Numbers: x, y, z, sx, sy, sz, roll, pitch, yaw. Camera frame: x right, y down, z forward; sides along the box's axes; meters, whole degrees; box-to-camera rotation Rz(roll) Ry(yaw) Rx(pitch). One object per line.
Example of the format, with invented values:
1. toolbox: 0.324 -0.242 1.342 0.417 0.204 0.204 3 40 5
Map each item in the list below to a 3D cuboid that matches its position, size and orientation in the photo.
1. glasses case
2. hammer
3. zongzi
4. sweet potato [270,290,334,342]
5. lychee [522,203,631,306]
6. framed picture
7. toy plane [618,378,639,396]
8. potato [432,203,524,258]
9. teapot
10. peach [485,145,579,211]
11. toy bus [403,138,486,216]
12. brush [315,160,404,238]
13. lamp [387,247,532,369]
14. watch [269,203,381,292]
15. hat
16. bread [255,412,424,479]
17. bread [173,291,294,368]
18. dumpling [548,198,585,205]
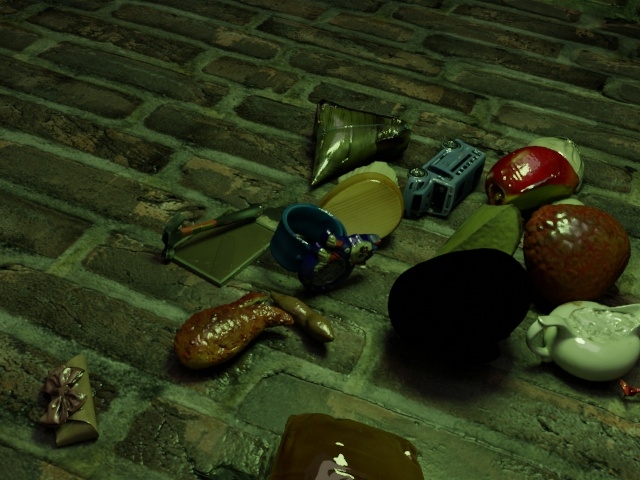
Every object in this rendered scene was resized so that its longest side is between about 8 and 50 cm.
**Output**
1. glasses case: -0.491 0.297 1.525 0.102 0.070 0.193 -10 41 -17
2. hammer: -0.259 -0.041 1.947 0.287 0.111 0.033 -19 43 -40
3. zongzi: 0.107 -0.242 2.245 0.286 0.138 0.300 12 52 -4
4. sweet potato: -0.038 0.168 1.753 0.218 0.065 0.051 31 77 42
5. lychee: 0.599 0.039 1.868 0.255 0.300 0.255 -26 28 15
6. framed picture: -0.234 0.009 1.960 0.184 0.016 0.250 26 43 23
7. toy plane: 0.727 0.313 1.659 0.194 0.077 0.126 -20 41 -18
8. potato: 0.406 -0.010 1.929 0.112 0.269 0.255 49 29 -3
9. teapot: 0.578 0.208 1.716 0.298 0.139 0.204 -8 43 -17
10. peach: 0.572 -0.174 2.111 0.267 0.154 0.159 -12 72 -8
11. toy bus: 0.333 -0.159 2.155 0.133 0.126 0.292 27 42 24
12. brush: 0.080 -0.086 2.021 0.266 0.174 0.166 -19 20 5
13. lamp: 0.297 0.144 1.683 0.305 0.240 0.305 -14 1 0
14. watch: -0.008 0.005 1.867 0.196 0.171 0.200 1 40 -46
15. hat: 0.623 -0.217 2.258 0.226 0.164 0.219 -9 37 -47
16. bread: 0.023 0.427 1.303 0.278 0.225 0.250 14 40 3
17. bread: -0.194 0.181 1.686 0.268 0.095 0.139 -29 48 -29
18. dumpling: 0.635 -0.054 2.098 0.150 0.092 0.176 4 41 21
